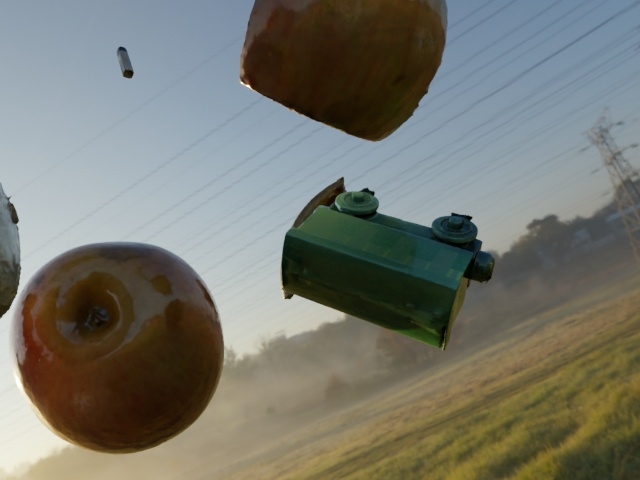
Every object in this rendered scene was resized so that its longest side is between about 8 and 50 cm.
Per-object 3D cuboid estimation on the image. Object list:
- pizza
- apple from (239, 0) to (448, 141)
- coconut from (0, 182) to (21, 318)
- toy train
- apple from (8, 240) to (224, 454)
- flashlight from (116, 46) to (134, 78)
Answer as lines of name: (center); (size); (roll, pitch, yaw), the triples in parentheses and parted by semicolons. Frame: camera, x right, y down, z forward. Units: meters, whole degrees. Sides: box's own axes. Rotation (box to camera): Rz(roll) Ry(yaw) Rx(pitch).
pizza: (0.000, 0.000, 1.623); (0.366, 0.182, 0.074); (-59, -26, -6)
apple: (0.041, -0.340, 0.950); (0.313, 0.252, 0.309); (18, -72, -25)
coconut: (-0.504, 0.004, 0.644); (0.346, 0.347, 0.360); (-17, 11, -29)
toy train: (0.096, 0.027, 0.902); (0.202, 0.300, 0.120); (-46, -33, -47)
apple: (-0.339, 0.172, 1.041); (0.363, 0.364, 0.364); (-23, -12, -5)
flashlight: (-0.362, -0.330, 1.125); (0.018, 0.083, 0.018); (11, -52, -38)
